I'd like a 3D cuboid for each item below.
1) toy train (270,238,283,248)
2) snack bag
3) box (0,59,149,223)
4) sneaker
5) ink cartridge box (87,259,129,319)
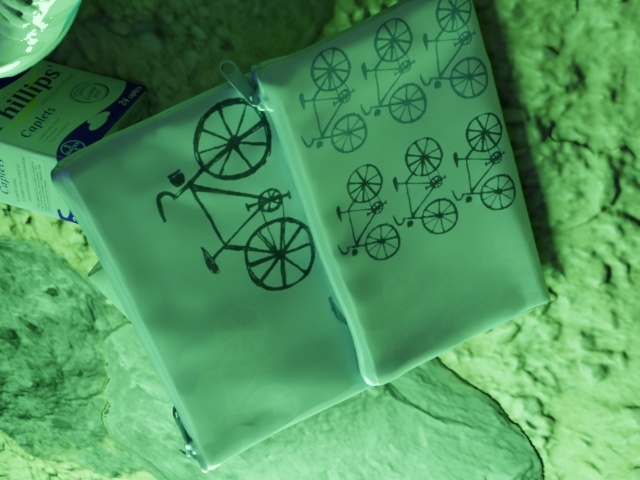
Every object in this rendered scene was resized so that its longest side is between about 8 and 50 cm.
[{"bbox_3d":[-0.058,-0.064,0.857,0.125,0.166,0.046,40,136,-12],"label":"toy train"},{"bbox_3d":[0.000,0.000,0.831,0.342,0.037,0.323,-25,122,-8],"label":"snack bag"},{"bbox_3d":[-0.240,-0.093,0.950,0.137,0.126,0.072,15,133,14],"label":"box"},{"bbox_3d":[-0.208,-0.214,0.804,0.087,0.092,0.229,43,106,-4],"label":"sneaker"},{"bbox_3d":[-0.092,0.009,0.959,0.176,0.128,0.127,-26,112,40],"label":"ink cartridge box"}]
